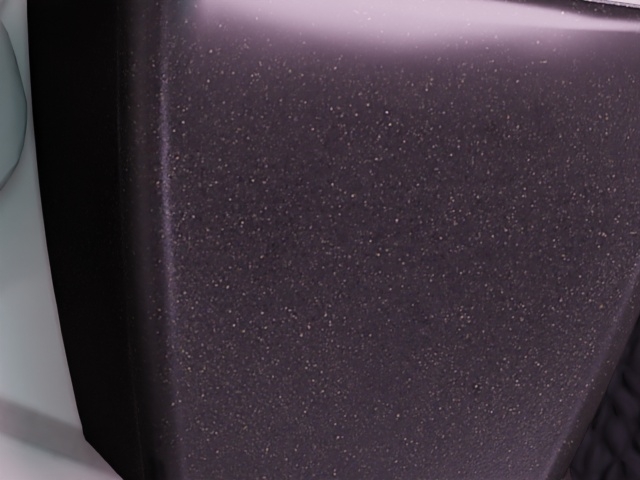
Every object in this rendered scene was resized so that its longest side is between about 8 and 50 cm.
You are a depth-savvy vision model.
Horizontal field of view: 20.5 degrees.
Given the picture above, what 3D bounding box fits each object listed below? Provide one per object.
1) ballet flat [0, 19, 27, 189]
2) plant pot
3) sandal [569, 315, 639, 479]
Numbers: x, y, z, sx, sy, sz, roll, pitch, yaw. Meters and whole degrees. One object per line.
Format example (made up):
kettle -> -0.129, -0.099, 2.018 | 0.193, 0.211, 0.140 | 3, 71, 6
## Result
ballet flat -> -0.244, -0.154, 0.541 | 0.400, 0.139, 0.139 | 47, 71, -8
plant pot -> 0.000, 0.000, 0.586 | 0.188, 0.187, 0.167 | 6, 93, -19
sandal -> 0.186, 0.130, 0.657 | 0.107, 0.167, 0.445 | 5, 82, -51
